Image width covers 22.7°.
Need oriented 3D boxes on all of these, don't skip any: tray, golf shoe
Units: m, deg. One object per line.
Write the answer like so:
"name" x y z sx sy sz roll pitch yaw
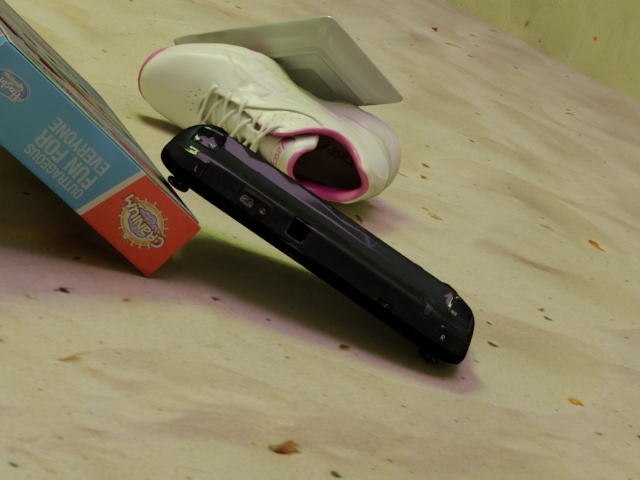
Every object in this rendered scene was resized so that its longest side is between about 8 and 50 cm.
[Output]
"tray" -0.046 -0.188 1.824 0.270 0.030 0.145 0 -34 46
"golf shoe" -0.060 -0.127 1.733 0.306 0.115 0.140 21 20 2

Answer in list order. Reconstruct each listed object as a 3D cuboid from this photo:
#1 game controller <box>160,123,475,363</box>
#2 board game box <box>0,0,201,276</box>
"game controller" 0.000 0.000 1.417 0.319 0.067 0.166 35 2 -4
"board game box" -0.248 -0.126 1.387 0.242 0.064 0.316 46 1 -34
